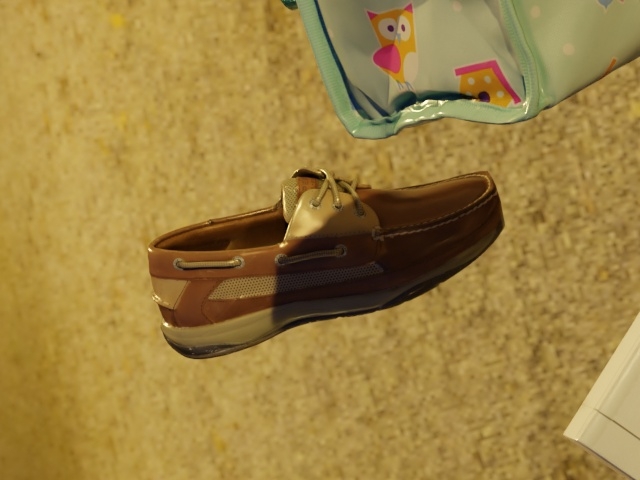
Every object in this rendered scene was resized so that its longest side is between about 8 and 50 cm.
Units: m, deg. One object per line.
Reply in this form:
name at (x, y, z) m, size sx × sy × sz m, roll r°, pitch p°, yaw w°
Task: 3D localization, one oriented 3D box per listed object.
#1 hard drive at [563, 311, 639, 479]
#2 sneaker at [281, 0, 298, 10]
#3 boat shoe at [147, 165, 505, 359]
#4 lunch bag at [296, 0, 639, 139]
hard drive at (0.414, 0.096, 1.326) m, size 0.353 × 0.233 × 0.047 m, roll -57°, pitch 16°, yaw -6°
sneaker at (0.047, -0.271, 1.415) m, size 0.295 × 0.178 × 0.124 m, roll 60°, pitch -165°, yaw 20°
boat shoe at (0.000, 0.000, 1.246) m, size 0.122 × 0.324 × 0.120 m, roll -111°, pitch 1°, yaw -66°
lunch bag at (0.082, -0.204, 0.638) m, size 0.160 × 0.223 × 0.262 m, roll -4°, pitch 111°, yaw 57°
